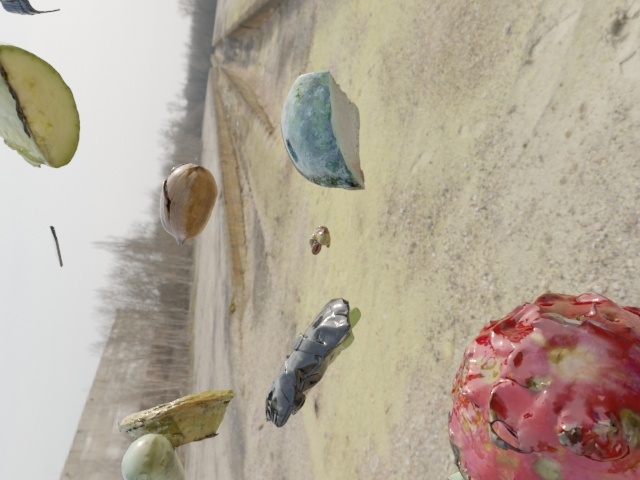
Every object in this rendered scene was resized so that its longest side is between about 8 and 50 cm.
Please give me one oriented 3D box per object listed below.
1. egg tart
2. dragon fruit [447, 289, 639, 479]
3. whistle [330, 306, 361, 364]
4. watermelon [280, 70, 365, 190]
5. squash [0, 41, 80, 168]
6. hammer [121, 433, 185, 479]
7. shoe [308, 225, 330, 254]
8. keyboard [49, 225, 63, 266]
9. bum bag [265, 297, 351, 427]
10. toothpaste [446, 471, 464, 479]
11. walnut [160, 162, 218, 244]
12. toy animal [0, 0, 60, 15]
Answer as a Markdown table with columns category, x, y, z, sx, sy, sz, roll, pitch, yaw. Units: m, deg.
| category | x | y | z | sx | sy | sz | roll | pitch | yaw |
| --- | --- | --- | --- | --- | --- | --- | --- | --- | --- |
| egg tart | -0.366 | 0.478 | 1.148 | 0.315 | 0.315 | 0.120 | 131 | 127 | -62 |
| dragon fruit | 0.376 | 0.219 | 0.611 | 0.386 | 0.371 | 0.249 | 16 | 136 | 33 |
| whistle | 0.041 | 0.313 | 1.431 | 0.106 | 0.288 | 0.131 | -8 | 112 | 45 |
| watermelon | 0.013 | -0.275 | 1.161 | 0.289 | 0.213 | 0.320 | -6 | 117 | 57 |
| squash | -0.469 | -0.207 | 0.612 | 0.093 | 0.252 | 0.169 | -58 | -26 | -44 |
| hammer | -0.405 | 0.566 | 0.892 | 0.305 | 0.113 | 0.202 | -53 | -28 | -43 |
| shoe | 0.001 | 0.002 | 1.471 | 0.109 | 0.072 | 0.069 | -28 | 52 | 39 |
| keyboard | -0.832 | 0.021 | 1.380 | 0.055 | 0.014 | 0.176 | 61 | 146 | 20 |
| bum bag | -0.032 | 0.275 | 0.985 | 0.340 | 0.095 | 0.144 | -56 | 12 | 5 |
| toothpaste | 0.351 | 0.702 | 0.997 | 0.089 | 0.071 | 0.313 | 175 | 90 | -65 |
| walnut | -0.507 | -0.132 | 1.663 | 0.209 | 0.209 | 0.336 | -120 | 45 | -63 |
| toy animal | -0.841 | -0.670 | 1.178 | 0.239 | 0.255 | 0.176 | -33 | -51 | -84 |
